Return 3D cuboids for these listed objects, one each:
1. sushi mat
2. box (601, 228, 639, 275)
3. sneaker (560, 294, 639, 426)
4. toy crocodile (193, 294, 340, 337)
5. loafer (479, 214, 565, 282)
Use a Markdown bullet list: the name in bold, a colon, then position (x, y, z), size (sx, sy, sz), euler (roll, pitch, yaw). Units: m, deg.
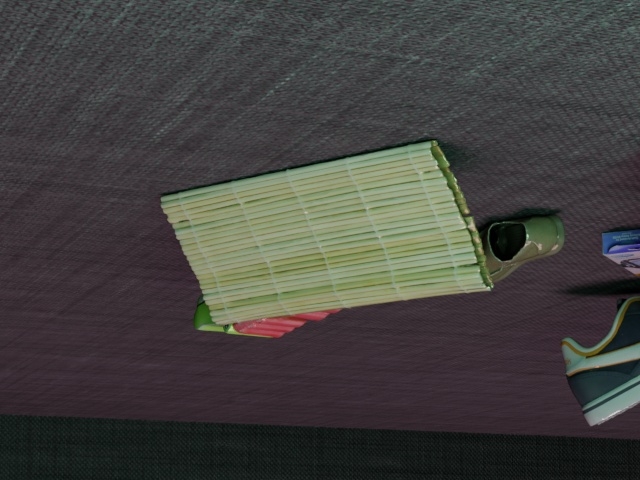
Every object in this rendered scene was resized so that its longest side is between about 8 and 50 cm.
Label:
- **sushi mat**: position (0.000, 0.000, 1.428), size (0.317, 0.151, 0.019), euler (-10, -156, 36)
- **box**: position (0.359, 0.010, 1.684), size (0.081, 0.028, 0.136), euler (-7, 163, 27)
- **sneaker**: position (0.447, 0.104, 1.924), size (0.321, 0.127, 0.126), euler (-29, 167, 10)
- **toy crocodile**: position (-0.019, 0.040, 1.576), size (0.115, 0.105, 0.340), euler (10, 154, -37)
- **loafer**: position (0.186, 0.005, 1.606), size (0.050, 0.056, 0.148), euler (10, 153, -36)
